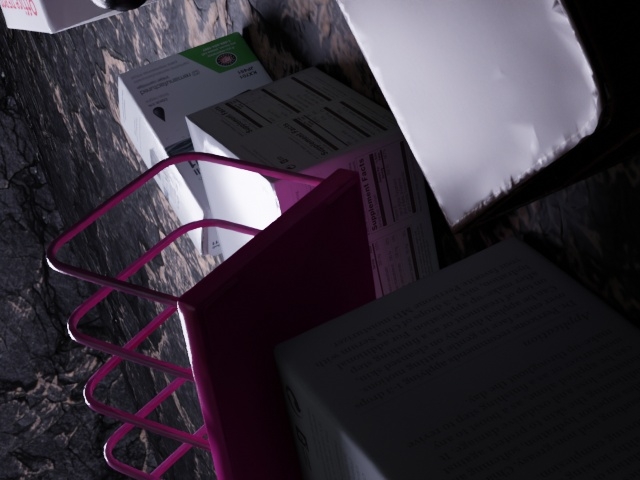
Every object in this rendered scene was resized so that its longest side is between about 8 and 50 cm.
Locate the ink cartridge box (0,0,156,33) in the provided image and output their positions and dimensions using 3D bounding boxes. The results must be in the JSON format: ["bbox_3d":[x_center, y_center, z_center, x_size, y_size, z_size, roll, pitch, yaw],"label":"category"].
[{"bbox_3d":[-0.363,-0.472,1.671,0.285,0.166,0.395,24,134,64],"label":"ink cartridge box"}]

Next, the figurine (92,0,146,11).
[{"bbox_3d":[-0.162,-0.278,1.278,0.215,0.209,0.092,29,139,62],"label":"figurine"}]

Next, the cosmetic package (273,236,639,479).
[{"bbox_3d":[0.175,0.196,0.887,0.453,0.230,0.162,44,152,51],"label":"cosmetic package"}]

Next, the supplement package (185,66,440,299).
[{"bbox_3d":[0.000,0.000,1.265,0.204,0.145,0.262,39,146,54],"label":"supplement package"}]

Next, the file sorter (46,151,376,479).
[{"bbox_3d":[-0.080,0.098,1.095,0.182,0.202,0.291,15,129,33],"label":"file sorter"}]

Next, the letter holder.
[{"bbox_3d":[0.106,-0.191,0.744,0.302,0.152,0.214,64,159,8],"label":"letter holder"}]

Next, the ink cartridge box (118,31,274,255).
[{"bbox_3d":[-0.105,-0.105,1.420,0.208,0.153,0.087,56,157,27],"label":"ink cartridge box"}]
